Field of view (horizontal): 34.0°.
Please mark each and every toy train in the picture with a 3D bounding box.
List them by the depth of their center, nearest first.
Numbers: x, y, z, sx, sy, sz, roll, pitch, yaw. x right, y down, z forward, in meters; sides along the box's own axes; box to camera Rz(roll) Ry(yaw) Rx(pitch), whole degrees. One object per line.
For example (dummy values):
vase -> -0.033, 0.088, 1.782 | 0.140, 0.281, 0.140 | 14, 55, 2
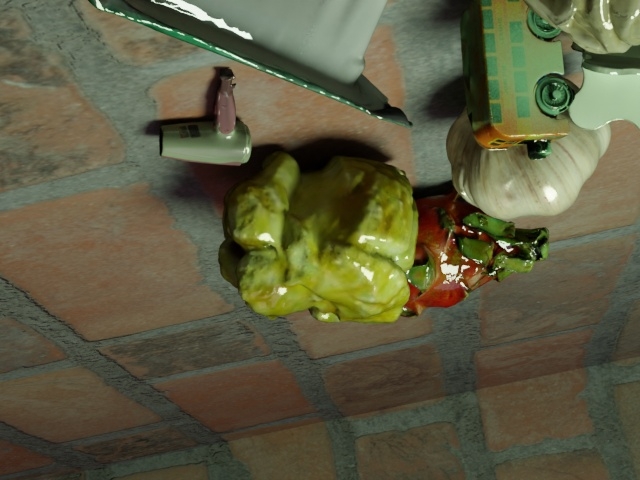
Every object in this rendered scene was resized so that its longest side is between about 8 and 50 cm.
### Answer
toy train -> 0.204, -0.178, 1.084 | 0.099, 0.188, 0.072 | -3, 175, -13

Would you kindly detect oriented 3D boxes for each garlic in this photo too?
garlic -> 0.227, -0.148, 1.222 | 0.199, 0.199, 0.226 | -18, 132, 17

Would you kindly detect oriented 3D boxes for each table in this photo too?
table -> 0.378, -0.193, 1.140 | 0.198, 0.166, 0.166 | 7, 159, 5

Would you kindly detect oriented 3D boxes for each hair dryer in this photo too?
hair dryer -> -0.123, -0.147, 1.208 | 0.106, 0.054, 0.154 | 2, 145, -20

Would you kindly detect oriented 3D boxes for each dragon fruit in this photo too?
dragon fruit -> 0.189, 0.013, 1.539 | 0.269, 0.198, 0.200 | -2, -172, 31

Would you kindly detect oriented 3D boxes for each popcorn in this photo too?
popcorn -> -0.005, -0.005, 1.368 | 0.276, 0.225, 0.276 | 0, 163, 0

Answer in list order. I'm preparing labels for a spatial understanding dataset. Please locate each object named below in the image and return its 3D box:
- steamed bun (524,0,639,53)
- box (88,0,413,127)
steamed bun -> 0.221, -0.271, 0.846 | 0.144, 0.218, 0.211 | 6, 127, -35
box -> -0.074, -0.232, 0.802 | 0.336, 0.264, 0.106 | 12, 121, -46
